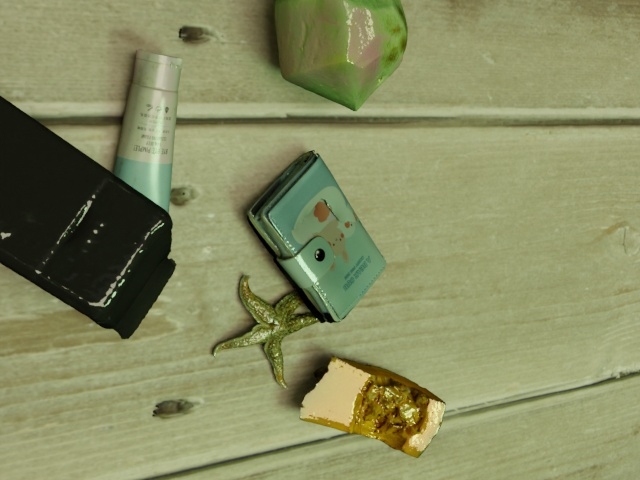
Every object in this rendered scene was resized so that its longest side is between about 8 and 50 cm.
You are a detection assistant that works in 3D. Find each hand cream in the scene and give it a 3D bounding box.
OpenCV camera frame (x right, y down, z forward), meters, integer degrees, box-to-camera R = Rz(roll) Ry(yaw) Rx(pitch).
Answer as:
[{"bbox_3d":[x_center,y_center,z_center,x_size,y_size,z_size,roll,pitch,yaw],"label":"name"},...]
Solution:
[{"bbox_3d":[-0.259,-0.121,1.217,0.111,0.070,0.312,5,103,-32],"label":"hand cream"}]

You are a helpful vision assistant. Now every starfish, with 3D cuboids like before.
[{"bbox_3d":[-0.077,0.151,1.370,0.223,0.050,0.216,-22,116,-20],"label":"starfish"}]

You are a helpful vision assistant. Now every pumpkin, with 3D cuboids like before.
[{"bbox_3d":[0.084,0.288,1.444,0.248,0.126,0.131,26,92,-12],"label":"pumpkin"}]

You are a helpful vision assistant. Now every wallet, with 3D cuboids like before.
[{"bbox_3d":[0.000,0.000,1.363,0.176,0.075,0.250,-50,119,-30],"label":"wallet"}]

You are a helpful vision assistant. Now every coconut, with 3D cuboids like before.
[{"bbox_3d":[0.033,-0.316,1.265,0.205,0.236,0.235,-10,105,7],"label":"coconut"}]

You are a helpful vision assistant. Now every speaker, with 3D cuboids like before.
[{"bbox_3d":[-0.376,-0.029,1.100,0.388,0.184,0.180,35,70,-10],"label":"speaker"}]
